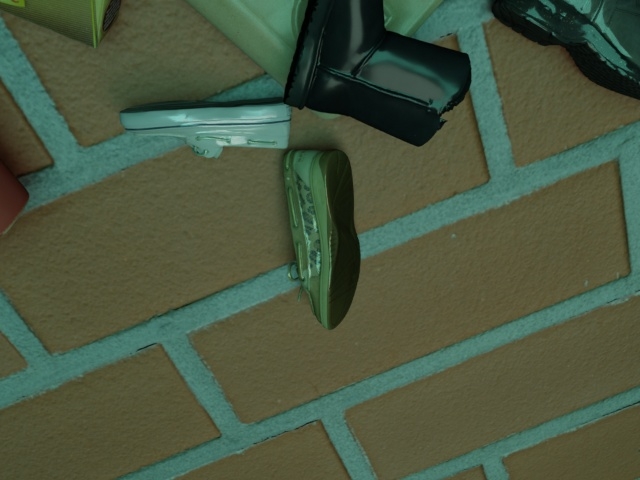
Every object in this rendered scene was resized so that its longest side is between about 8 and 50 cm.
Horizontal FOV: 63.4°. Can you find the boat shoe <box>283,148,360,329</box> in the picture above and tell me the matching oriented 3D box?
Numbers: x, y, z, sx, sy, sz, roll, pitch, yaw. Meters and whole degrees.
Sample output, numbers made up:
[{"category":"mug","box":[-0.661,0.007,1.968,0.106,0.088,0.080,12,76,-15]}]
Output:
[{"category":"boat shoe","box":[0.000,0.000,0.791,0.089,0.104,0.285,10,113,29]}]

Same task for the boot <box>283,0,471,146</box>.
[{"category":"boot","box":[0.085,-0.240,0.604,0.207,0.094,0.246,11,126,-14]}]

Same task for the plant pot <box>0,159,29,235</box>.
[{"category":"plant pot","box":[-0.509,-0.066,0.597,0.275,0.275,0.243,-36,123,8]}]

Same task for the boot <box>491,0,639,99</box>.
[{"category":"boot","box":[0.418,-0.331,0.682,0.338,0.118,0.223,23,106,-19]}]

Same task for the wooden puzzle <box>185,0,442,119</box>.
[{"category":"wooden puzzle","box":[0.008,-0.369,0.614,0.322,0.080,0.348,36,110,-28]}]

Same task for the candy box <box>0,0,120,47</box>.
[{"category":"candy box","box":[-0.278,-0.376,0.507,0.182,0.088,0.316,20,134,-16]}]

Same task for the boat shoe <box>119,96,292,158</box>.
[{"category":"boat shoe","box":[-0.149,-0.146,0.698,0.226,0.083,0.076,-4,114,-7]}]
